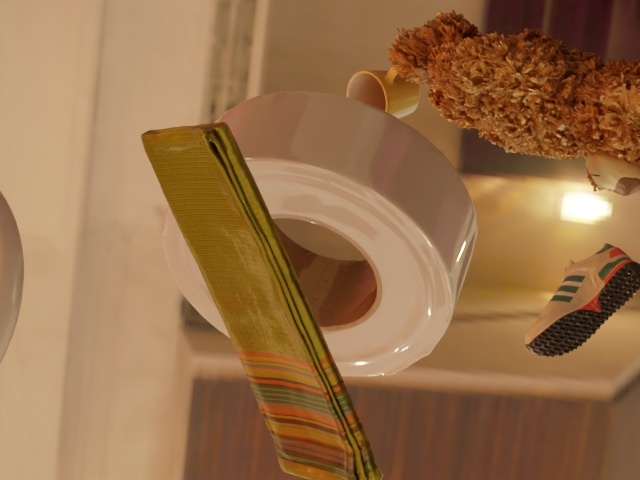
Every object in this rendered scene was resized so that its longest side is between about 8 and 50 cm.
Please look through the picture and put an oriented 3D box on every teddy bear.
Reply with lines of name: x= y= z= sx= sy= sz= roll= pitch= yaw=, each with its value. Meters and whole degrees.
teddy bear: x=0.209 y=-0.121 z=1.550 sx=0.338 sy=0.113 sz=0.245 roll=25 pitch=165 yaw=26

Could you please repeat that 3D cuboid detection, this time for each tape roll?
tape roll: x=0.000 y=0.000 z=1.535 sx=0.286 sy=0.286 sz=0.100 roll=9 pitch=-134 yaw=14

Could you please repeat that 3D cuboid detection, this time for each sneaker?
sneaker: x=0.296 y=0.067 z=1.907 sx=0.057 sy=0.161 sz=0.075 roll=44 pitch=-172 yaw=-36

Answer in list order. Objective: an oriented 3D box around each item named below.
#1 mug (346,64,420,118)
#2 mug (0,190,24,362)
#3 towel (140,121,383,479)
mug: x=0.076 y=-0.153 z=1.728 sx=0.064 sy=0.062 sz=0.078 roll=-15 pitch=-176 yaw=-39
mug: x=-0.389 y=0.012 z=1.148 sx=0.374 sy=0.328 sz=0.276 roll=14 pitch=170 yaw=8
towel: x=-0.040 y=0.042 z=0.983 sx=0.021 sy=0.237 sz=0.102 roll=-31 pitch=-164 yaw=-30
